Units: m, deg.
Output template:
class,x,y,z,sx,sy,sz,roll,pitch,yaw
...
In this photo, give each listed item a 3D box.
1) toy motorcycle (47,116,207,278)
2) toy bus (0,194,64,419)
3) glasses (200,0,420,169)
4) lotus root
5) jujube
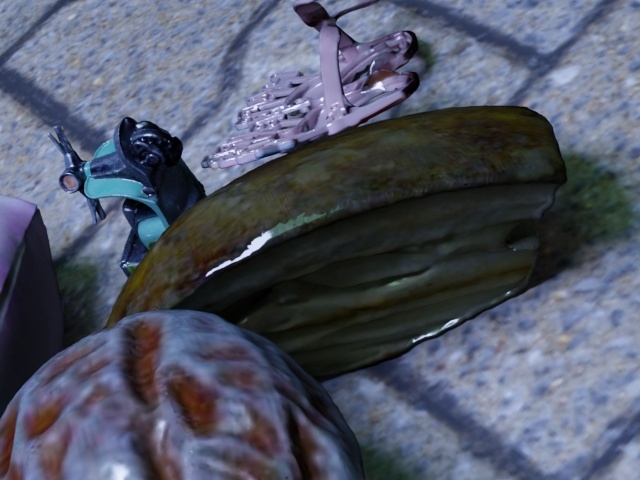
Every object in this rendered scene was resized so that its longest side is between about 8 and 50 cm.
class,x,y,z,sx,sy,sz,roll,pitch,yaw
toy motorcycle,-0.122,-0.026,0.993,0.100,0.173,0.058,-2,53,21
toy bus,-0.266,0.102,0.933,0.162,0.171,0.386,-6,28,-1
glasses,-0.018,-0.122,1.016,0.162,0.095,0.255,-30,13,15
lotus root,-0.001,-0.003,0.903,0.314,0.210,0.142,-19,57,0
jujube,-0.070,0.190,0.726,0.215,0.246,0.308,-13,31,-9
